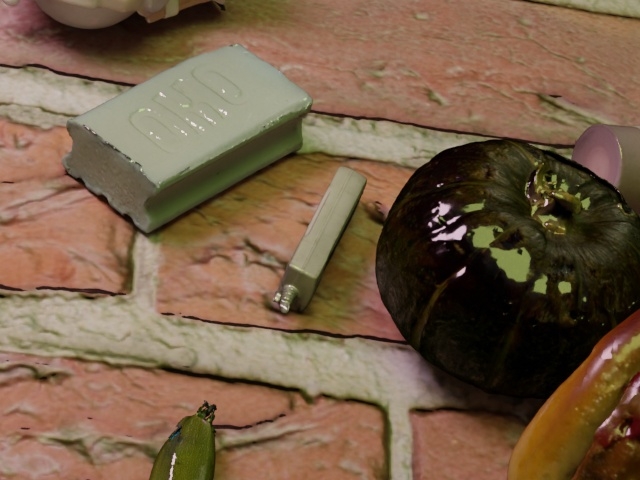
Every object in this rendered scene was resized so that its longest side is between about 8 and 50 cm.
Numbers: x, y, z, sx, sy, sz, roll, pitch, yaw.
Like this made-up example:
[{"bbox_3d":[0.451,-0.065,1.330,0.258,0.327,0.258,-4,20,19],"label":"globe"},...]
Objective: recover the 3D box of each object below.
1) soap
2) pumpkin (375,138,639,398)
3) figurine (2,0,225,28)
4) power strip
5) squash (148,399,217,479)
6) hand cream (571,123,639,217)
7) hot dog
[{"bbox_3d":[-0.113,-0.094,1.703,0.114,0.063,0.198,36,46,24],"label":"soap"},{"bbox_3d":[0.160,0.018,1.592,0.238,0.159,0.238,9,38,-7],"label":"pumpkin"},{"bbox_3d":[-0.183,-0.269,1.810,0.236,0.141,0.162,-11,44,-26],"label":"figurine"},{"bbox_3d":[0.000,0.000,1.648,0.030,0.047,0.191,25,43,2],"label":"power strip"},{"bbox_3d":[-0.102,0.189,1.418,0.052,0.052,0.183,13,44,-3],"label":"squash"},{"bbox_3d":[0.349,-0.058,1.799,0.248,0.083,0.133,6,43,-26],"label":"hand cream"},{"bbox_3d":[0.327,0.115,1.493,0.405,0.223,0.185,-30,61,-37],"label":"hot dog"}]
